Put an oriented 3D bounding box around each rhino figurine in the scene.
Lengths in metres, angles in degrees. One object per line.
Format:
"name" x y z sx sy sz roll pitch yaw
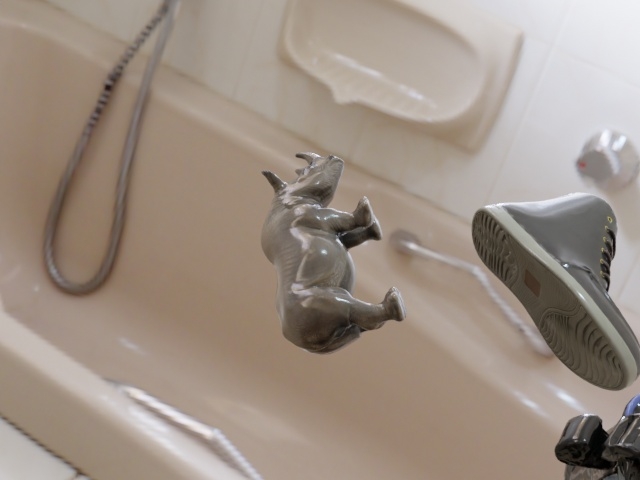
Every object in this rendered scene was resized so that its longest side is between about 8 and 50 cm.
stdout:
"rhino figurine" 0.000 0.000 0.987 0.106 0.073 0.243 -20 47 5

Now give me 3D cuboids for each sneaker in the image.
"sneaker" 0.239 0.030 0.984 0.118 0.083 0.222 -16 47 -20

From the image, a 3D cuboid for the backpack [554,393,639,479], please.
"backpack" 0.273 0.204 0.591 0.276 0.213 0.263 -11 59 -10
